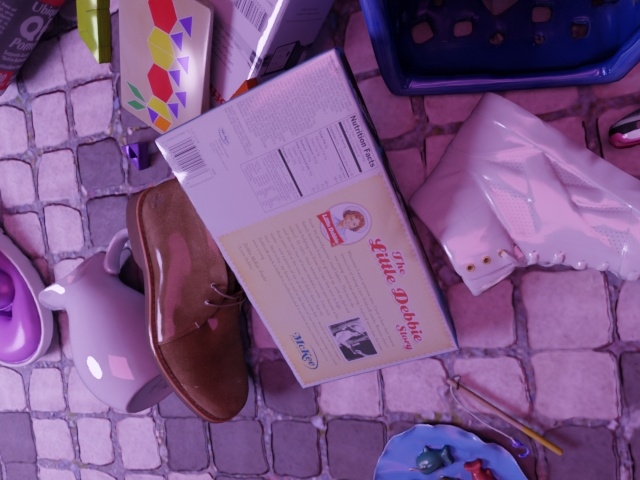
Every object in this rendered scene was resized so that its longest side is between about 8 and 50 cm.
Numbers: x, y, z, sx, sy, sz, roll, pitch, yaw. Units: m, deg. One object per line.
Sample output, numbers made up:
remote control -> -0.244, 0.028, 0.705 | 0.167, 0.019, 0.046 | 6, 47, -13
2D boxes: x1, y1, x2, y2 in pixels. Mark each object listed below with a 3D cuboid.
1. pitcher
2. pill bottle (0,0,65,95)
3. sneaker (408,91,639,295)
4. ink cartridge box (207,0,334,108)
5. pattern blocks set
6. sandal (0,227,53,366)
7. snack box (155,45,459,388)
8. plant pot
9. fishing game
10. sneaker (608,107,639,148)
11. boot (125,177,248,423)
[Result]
pitcher -> -0.250, 0.098, 0.555 | 0.177, 0.125, 0.207 | -48, 68, 6
pill bottle -> -0.433, -0.357, 0.546 | 0.318, 0.176, 0.176 | -44, 81, 15
sneaker -> 0.227, 0.006, 0.411 | 0.292, 0.108, 0.169 | 42, 106, 21
ink cartridge box -> -0.080, -0.242, 0.452 | 0.139, 0.082, 0.190 | 50, 139, 8
pattern blocks set -> -0.175, -0.195, 0.480 | 0.285, 0.026, 0.324 | 41, 134, 10
sandal -> -0.573, 0.027, 0.652 | 0.169, 0.102, 0.416 | -39, 82, 16
snack box -> 0.000, 0.000, 0.438 | 0.187, 0.060, 0.321 | -20, 111, 18
plant pot -> 0.161, -0.269, 0.347 | 0.236, 0.236, 0.211 | 2, 87, 17
fishing game -> 0.149, 0.305, 0.483 | 0.189, 0.041, 0.264 | 36, 103, 15
sneaker -> 0.335, -0.151, 0.385 | 0.171, 0.063, 0.074 | -33, 84, 11
boot -> -0.134, 0.072, 0.502 | 0.115, 0.112, 0.304 | -14, 94, 30
